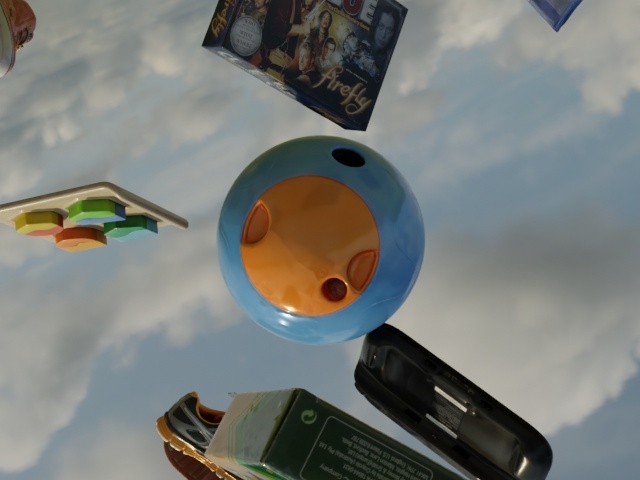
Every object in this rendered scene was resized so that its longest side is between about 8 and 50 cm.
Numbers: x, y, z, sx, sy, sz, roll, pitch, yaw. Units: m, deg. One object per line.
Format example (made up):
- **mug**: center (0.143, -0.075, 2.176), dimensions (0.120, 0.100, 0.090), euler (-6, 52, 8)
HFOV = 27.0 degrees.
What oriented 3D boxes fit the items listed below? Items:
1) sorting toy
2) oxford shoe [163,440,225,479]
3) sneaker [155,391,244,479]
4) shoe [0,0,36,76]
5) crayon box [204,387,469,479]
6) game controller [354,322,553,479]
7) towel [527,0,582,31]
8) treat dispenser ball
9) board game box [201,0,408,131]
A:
- **sorting toy**: center (-0.296, -0.024, 1.668), dimensions (0.208, 0.038, 0.193), euler (-6, 166, 20)
- **oxford shoe**: center (-0.109, 0.458, 2.271), dimensions (0.140, 0.397, 0.146), euler (-37, 151, -7)
- **sneaker**: center (-0.147, 0.311, 2.057), dimensions (0.083, 0.215, 0.084), euler (-53, -157, 10)
- **shoe**: center (-0.426, -0.282, 1.826), dimensions (0.063, 0.081, 0.178), euler (-45, -132, 26)
- **crayon box**: center (0.007, 0.232, 1.339), dimensions (0.083, 0.203, 0.323), euler (-62, -170, -13)
- **game controller**: center (0.181, 0.243, 1.871), dimensions (0.319, 0.166, 0.067), euler (35, -134, 19)
- **towel**: center (0.276, -0.445, 1.762), dimensions (0.034, 0.285, 0.209), euler (-24, 159, -46)
- **treat dispenser ball**: center (0.000, 0.000, 1.832), dimensions (0.288, 0.288, 0.288), euler (-21, -166, 5)
- **board game box**: center (-0.012, -0.249, 1.550), dimensions (0.243, 0.165, 0.042), euler (25, 171, -42)
